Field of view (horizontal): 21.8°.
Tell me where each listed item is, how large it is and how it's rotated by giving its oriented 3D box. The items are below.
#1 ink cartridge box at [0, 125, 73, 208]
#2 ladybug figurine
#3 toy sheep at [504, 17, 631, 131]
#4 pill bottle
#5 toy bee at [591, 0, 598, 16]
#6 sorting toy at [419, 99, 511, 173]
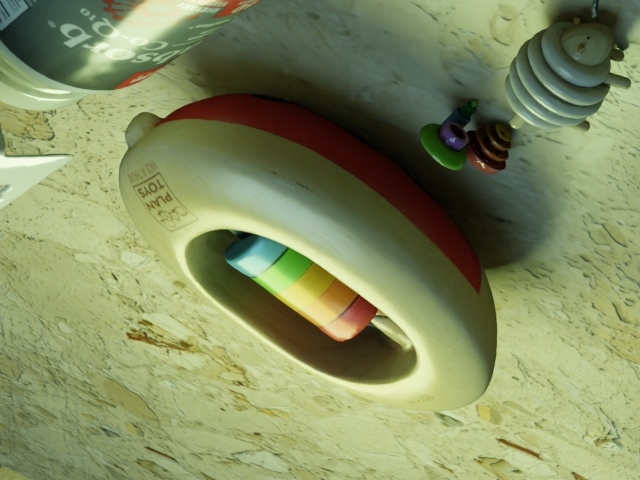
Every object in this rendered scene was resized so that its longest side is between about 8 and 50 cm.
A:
[{"bbox_3d":[-0.405,-0.084,1.359,0.353,0.119,0.207,-1,160,-45],"label":"ink cartridge box"},{"bbox_3d":[0.000,0.000,1.660,0.449,0.162,0.305,39,149,-21],"label":"ladybug figurine"},{"bbox_3d":[0.198,-0.132,1.376,0.091,0.091,0.132,31,132,-6],"label":"toy sheep"},{"bbox_3d":[-0.169,-0.242,1.371,0.210,0.210,0.363,38,149,-19],"label":"pill bottle"},{"bbox_3d":[0.085,-0.238,1.177,0.162,0.195,0.298,-22,119,19],"label":"toy bee"},{"bbox_3d":[0.136,-0.096,1.508,0.102,0.061,0.042,8,136,-45],"label":"sorting toy"}]
